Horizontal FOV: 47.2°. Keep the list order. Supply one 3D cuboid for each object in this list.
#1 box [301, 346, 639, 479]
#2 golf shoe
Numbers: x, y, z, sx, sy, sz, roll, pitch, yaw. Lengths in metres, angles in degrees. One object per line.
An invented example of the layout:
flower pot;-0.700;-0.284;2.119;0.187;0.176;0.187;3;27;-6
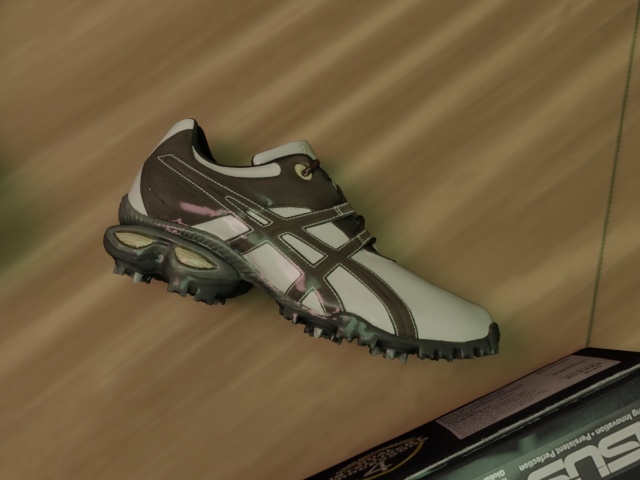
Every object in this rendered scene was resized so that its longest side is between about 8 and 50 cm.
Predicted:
box;0.032;0.270;0.325;0.395;0.097;0.318;-25;85;-4
golf shoe;0.000;0.000;0.356;0.198;0.077;0.093;18;84;-2
